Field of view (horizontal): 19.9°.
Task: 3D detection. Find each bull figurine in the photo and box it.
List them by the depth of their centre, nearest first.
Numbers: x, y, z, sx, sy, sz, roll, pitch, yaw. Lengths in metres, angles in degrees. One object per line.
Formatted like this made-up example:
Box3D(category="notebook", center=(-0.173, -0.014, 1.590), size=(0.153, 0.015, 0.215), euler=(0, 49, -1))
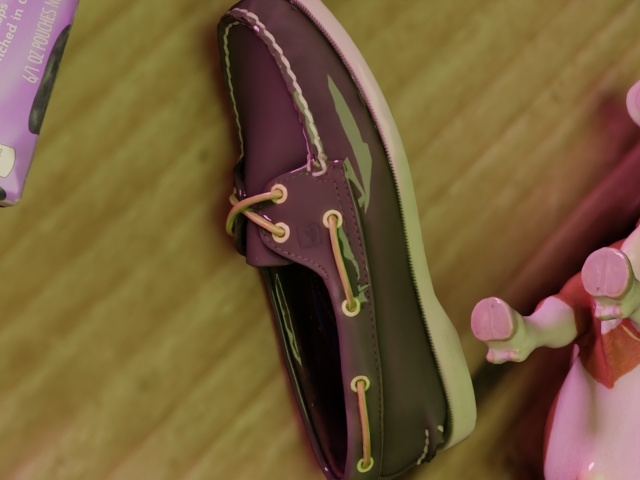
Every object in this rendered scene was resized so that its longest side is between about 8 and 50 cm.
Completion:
Box3D(category="bull figurine", center=(0.145, 0.074, 0.835), size=(0.188, 0.101, 0.310), euler=(0, 96, -49))

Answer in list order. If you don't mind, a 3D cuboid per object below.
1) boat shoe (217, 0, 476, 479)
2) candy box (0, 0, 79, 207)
Box3D(category="boat shoe", center=(0.000, 0.000, 0.796), size=(0.068, 0.081, 0.228), euler=(-27, 104, -27))
Box3D(category="candy box", center=(-0.193, -0.118, 0.709), size=(0.196, 0.070, 0.165), euler=(18, 83, -25))
